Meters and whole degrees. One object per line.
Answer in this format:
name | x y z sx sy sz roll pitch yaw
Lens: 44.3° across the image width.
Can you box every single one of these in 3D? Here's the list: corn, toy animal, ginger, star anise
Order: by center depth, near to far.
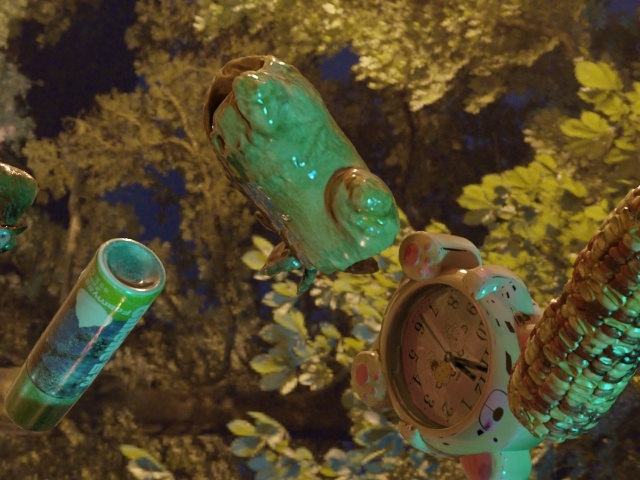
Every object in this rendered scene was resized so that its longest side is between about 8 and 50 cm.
corn | 0.247 0.068 0.689 0.098 0.098 0.289 -110 -156 -46
ginger | -0.015 -0.075 0.836 0.130 0.275 0.221 -42 -138 -10
toy animal | -0.442 -0.051 0.954 0.089 0.188 0.179 101 -22 -53
star anise | 0.002 -0.015 1.205 0.073 0.212 0.196 -122 -161 -65

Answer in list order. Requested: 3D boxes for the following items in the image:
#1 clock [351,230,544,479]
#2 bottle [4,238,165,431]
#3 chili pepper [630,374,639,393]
clock | 0.192 0.162 1.073 0.309 0.114 0.284 41 -65 49
bottle | -0.318 0.134 1.037 0.330 0.093 0.093 -48 -142 32
chili pepper | 0.670 0.294 1.308 0.076 0.359 0.085 113 -7 -46
